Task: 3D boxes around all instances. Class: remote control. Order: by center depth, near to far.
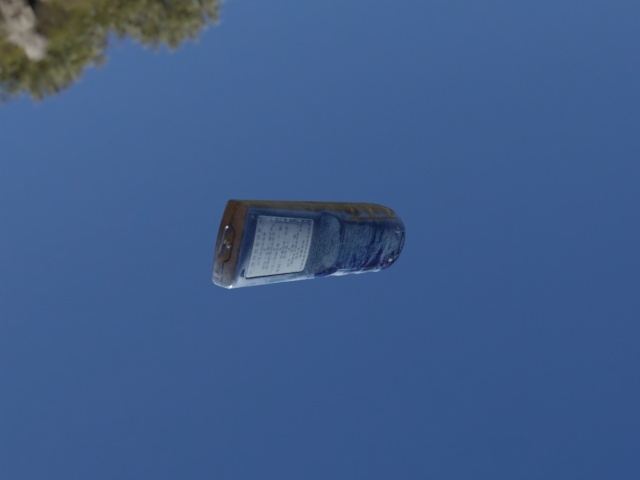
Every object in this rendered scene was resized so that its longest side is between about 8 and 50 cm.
[{"bbox_3d":[-0.001,-0.001,0.777,0.027,0.043,0.152,25,-164,32],"label":"remote control"}]
